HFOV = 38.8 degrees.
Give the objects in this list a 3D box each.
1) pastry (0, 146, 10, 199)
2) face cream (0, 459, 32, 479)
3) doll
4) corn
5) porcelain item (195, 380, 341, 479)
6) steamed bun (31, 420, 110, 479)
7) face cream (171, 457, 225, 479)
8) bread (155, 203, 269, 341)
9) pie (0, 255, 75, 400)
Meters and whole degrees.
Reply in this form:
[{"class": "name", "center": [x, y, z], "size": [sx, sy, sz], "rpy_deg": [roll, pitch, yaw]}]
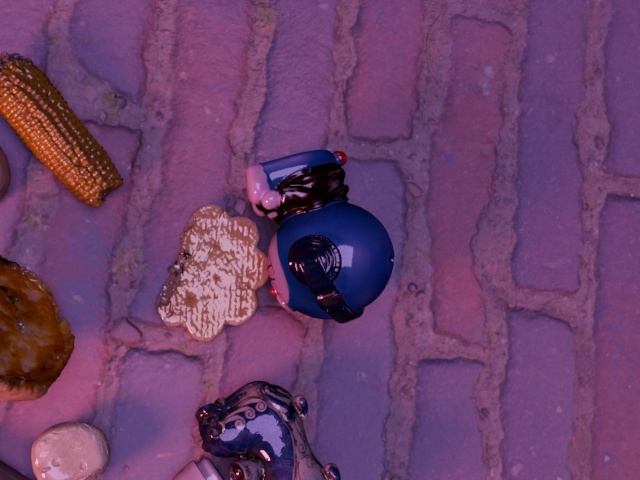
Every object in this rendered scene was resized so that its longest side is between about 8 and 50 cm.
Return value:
[{"class": "pastry", "center": [-0.620, -0.121, 1.581], "size": [0.157, 0.092, 0.156], "rpy_deg": [1, 79, -6]}, {"class": "face cream", "center": [-0.516, 0.421, 1.511], "size": [0.284, 0.073, 0.073], "rpy_deg": [35, 72, -6]}, {"class": "doll", "center": [0.000, 0.000, 1.640], "size": [0.240, 0.284, 0.309], "rpy_deg": [-19, 84, 12]}, {"class": "corn", "center": [-0.481, -0.197, 1.627], "size": [0.115, 0.115, 0.318], "rpy_deg": [-40, 91, -19]}, {"class": "porcelain item", "center": [-0.090, 0.384, 1.575], "size": [0.186, 0.138, 0.288], "rpy_deg": [-13, 70, -33]}, {"class": "steamed bun", "center": [-0.425, 0.364, 1.537], "size": [0.130, 0.091, 0.112], "rpy_deg": [-17, 75, -31]}, {"class": "face cream", "center": [-0.215, 0.433, 1.584], "size": [0.095, 0.091, 0.091], "rpy_deg": [-35, 90, -12]}, {"class": "bread", "center": [-0.191, 0.066, 1.689], "size": [0.182, 0.039, 0.250], "rpy_deg": [23, 73, -12]}, {"class": "pie", "center": [-0.539, 0.133, 1.460], "size": [0.315, 0.315, 0.092], "rpy_deg": [44, 109, -3]}]
